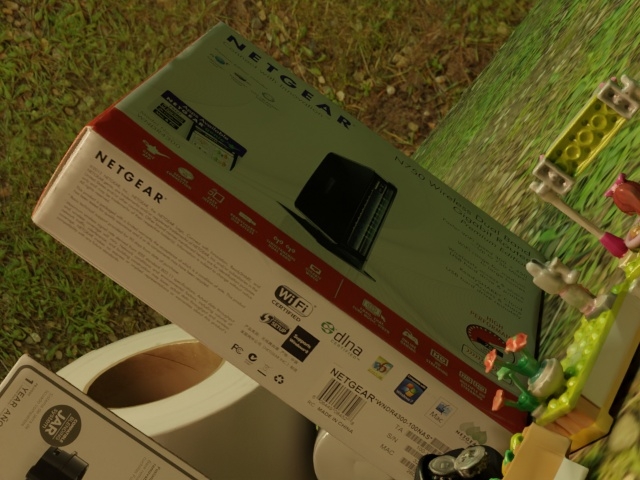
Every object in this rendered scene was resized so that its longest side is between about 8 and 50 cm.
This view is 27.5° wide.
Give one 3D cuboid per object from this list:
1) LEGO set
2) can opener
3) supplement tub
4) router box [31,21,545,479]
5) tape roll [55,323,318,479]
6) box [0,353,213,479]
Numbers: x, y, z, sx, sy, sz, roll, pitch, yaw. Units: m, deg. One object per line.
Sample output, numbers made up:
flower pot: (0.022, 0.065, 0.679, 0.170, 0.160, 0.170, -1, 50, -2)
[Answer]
LEGO set: (0.151, 0.013, 0.722, 0.287, 0.107, 0.132, -54, 4, 2)
can opener: (0.078, 0.172, 0.709, 0.059, 0.073, 0.186, -13, 19, 12)
supplement tub: (0.031, 0.166, 1.092, 0.071, 0.071, 0.107, -53, 5, 11)
router box: (0.000, 0.000, 0.949, 0.082, 0.335, 0.301, -53, 4, 25)
tape roll: (-0.121, 0.190, 1.142, 0.246, 0.169, 0.246, -13, 18, 4)
box: (-0.134, 0.232, 0.893, 0.169, 0.290, 0.087, -58, 4, -26)
